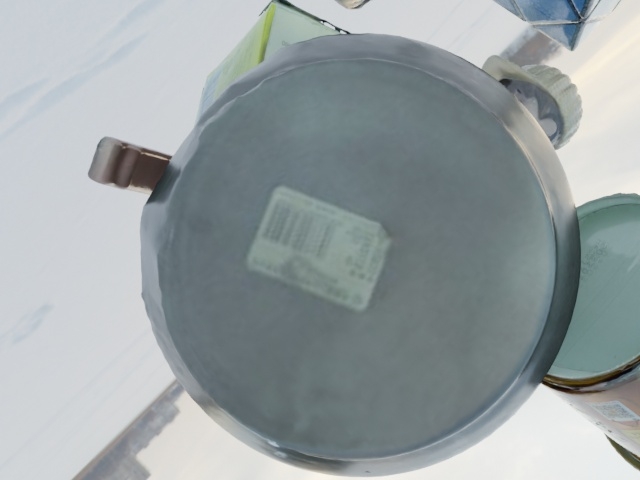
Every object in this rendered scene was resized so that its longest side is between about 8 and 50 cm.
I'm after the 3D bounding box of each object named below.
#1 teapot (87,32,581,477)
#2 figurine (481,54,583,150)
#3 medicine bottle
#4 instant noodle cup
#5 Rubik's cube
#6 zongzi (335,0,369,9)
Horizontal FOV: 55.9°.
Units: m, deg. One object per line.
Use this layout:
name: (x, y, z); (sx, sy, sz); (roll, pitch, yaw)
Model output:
teapot: (0.000, 0.000, 0.537); (0.362, 0.376, 0.306); (13, 98, -85)
figurine: (0.351, -0.172, 1.119); (0.185, 0.204, 0.332); (13, -100, 61)
medicine bottle: (-0.065, -0.183, 0.794); (0.250, 0.137, 0.141); (-14, -119, 59)
instant noodle cup: (0.270, 0.072, 0.490); (0.216, 0.172, 0.216); (-44, -152, 31)
Rubik's cube: (0.442, -0.501, 1.048); (0.207, 0.205, 0.205); (-45, 162, -1)
zongzi: (0.089, -0.760, 1.292); (0.432, 0.403, 0.208); (-43, 171, 6)
